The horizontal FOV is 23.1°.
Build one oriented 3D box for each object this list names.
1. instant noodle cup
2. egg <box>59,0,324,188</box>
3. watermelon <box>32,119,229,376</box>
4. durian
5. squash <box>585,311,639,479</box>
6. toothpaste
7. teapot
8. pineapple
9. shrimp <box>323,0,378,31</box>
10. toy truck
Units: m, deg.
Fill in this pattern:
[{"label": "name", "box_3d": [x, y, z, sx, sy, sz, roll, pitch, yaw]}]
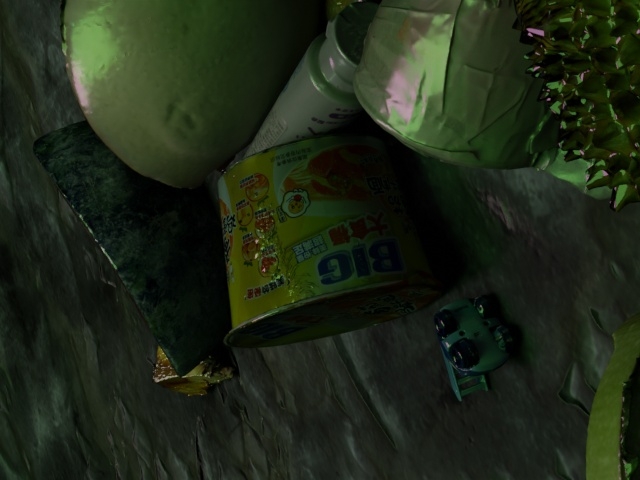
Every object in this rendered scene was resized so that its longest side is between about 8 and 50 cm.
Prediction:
[{"label": "instant noodle cup", "box_3d": [0.000, 0.000, 1.410, 0.205, 0.205, 0.153, -36, 62, 58]}, {"label": "egg", "box_3d": [-0.094, -0.194, 1.412, 0.174, 0.264, 0.286, 5, 79, 37]}, {"label": "watermelon", "box_3d": [-0.196, -0.007, 1.817, 0.318, 0.148, 0.226, 59, 167, 1]}, {"label": "durian", "box_3d": [0.244, -0.121, 0.878, 0.258, 0.258, 0.293, -22, 96, 60]}, {"label": "squash", "box_3d": [0.248, 0.138, 1.015, 0.133, 0.220, 0.220, -16, 90, 57]}, {"label": "toothpaste", "box_3d": [-0.006, -0.114, 1.397, 0.073, 0.114, 0.299, 56, 153, 7]}, {"label": "teapot", "box_3d": [0.136, -0.141, 1.132, 0.221, 0.163, 0.178, 48, 134, 38]}, {"label": "pineapple", "box_3d": [-0.150, 0.146, 1.834, 0.114, 0.077, 0.114, 7, 114, 44]}, {"label": "shrimp", "box_3d": [0.056, -0.221, 1.342, 0.143, 0.052, 0.251, 37, 144, 37]}, {"label": "toy truck", "box_3d": [0.130, 0.097, 1.363, 0.090, 0.056, 0.073, 93, 152, -53]}]
